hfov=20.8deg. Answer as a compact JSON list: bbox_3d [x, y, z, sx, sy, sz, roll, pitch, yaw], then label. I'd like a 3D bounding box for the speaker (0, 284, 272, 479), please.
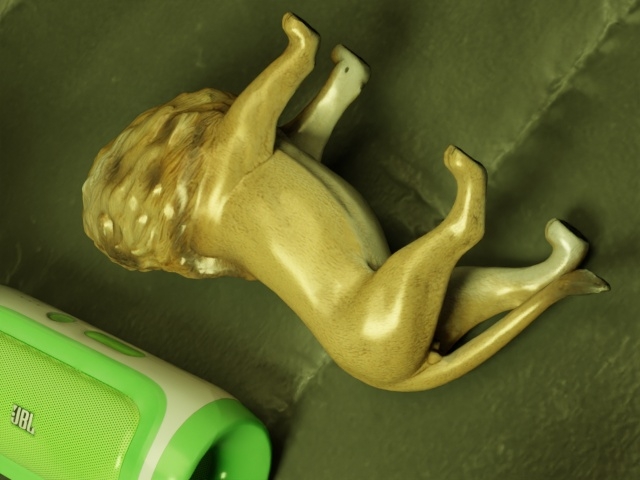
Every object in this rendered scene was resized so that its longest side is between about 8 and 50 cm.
[{"bbox_3d":[-0.183,0.129,1.316,0.296,0.131,0.131,22,82,32],"label":"speaker"}]

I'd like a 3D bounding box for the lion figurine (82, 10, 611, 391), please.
[{"bbox_3d":[0.000,0.000,1.266,0.392,0.142,0.240,42,100,29],"label":"lion figurine"}]
